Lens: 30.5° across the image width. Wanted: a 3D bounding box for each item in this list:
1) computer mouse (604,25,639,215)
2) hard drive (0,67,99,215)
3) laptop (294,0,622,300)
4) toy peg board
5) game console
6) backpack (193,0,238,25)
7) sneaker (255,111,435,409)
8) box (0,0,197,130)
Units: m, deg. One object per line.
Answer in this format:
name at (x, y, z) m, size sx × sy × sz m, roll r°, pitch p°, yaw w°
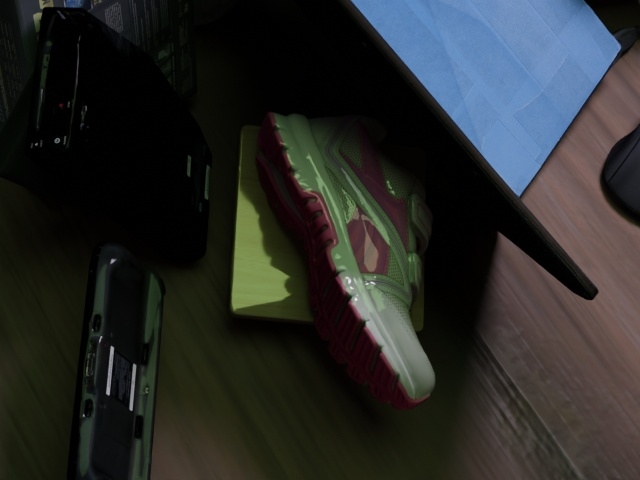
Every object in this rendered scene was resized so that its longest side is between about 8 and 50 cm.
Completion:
computer mouse at (0.351, -0.143, 1.198) m, size 0.184 × 0.060 × 0.262 m, roll 44°, pitch 56°, yaw 11°
hard drive at (-0.195, -0.077, 0.916) m, size 0.022 × 0.135 × 0.094 m, roll 28°, pitch 89°, yaw 24°
laptop at (0.127, -0.209, 0.980) m, size 0.236 × 0.408 × 0.382 m, roll -42°, pitch 104°, yaw 4°
toy peg board at (0.000, 0.000, 0.995) m, size 0.161 × 0.079 × 0.160 m, roll 6°, pitch 72°, yaw -13°
game console at (-0.150, 0.023, 0.856) m, size 0.044 × 0.213 × 0.361 m, roll -7°, pitch 66°, yaw 20°
backpack at (-0.167, -0.316, 1.071) m, size 0.254 × 0.191 × 0.225 m, roll 7°, pitch 68°, yaw -24°
sneaker at (0.043, 0.004, 0.907) m, size 0.111 × 0.103 × 0.252 m, roll -17°, pitch 80°, yaw -18°
box at (-0.182, -0.173, 0.936) m, size 0.059 × 0.232 × 0.183 m, roll 30°, pitch 53°, yaw 24°
